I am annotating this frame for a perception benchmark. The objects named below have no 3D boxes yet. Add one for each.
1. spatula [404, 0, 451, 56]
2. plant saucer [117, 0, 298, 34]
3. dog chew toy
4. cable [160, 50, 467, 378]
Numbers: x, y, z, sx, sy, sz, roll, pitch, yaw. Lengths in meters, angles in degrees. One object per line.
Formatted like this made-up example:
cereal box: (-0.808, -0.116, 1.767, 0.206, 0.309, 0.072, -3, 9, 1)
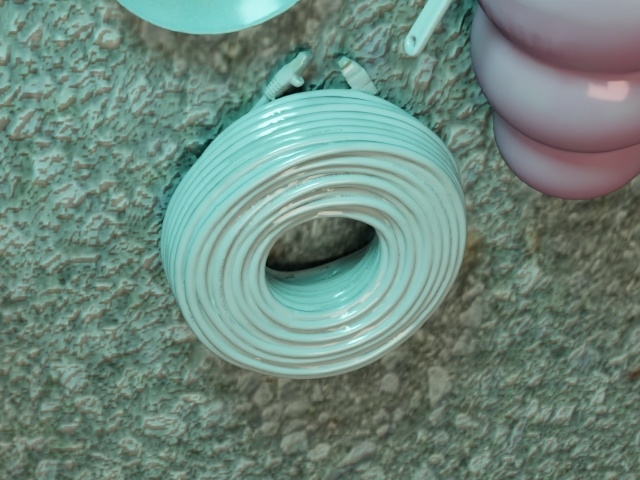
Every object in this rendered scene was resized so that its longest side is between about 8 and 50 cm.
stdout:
spatula: (0.091, -0.261, 1.047, 0.019, 0.168, 0.242, -2, 137, -38)
plant saucer: (-0.076, -0.239, 1.084, 0.195, 0.037, 0.195, -9, 128, -12)
dog chew toy: (0.200, -0.161, 1.139, 0.206, 0.206, 0.332, -11, 139, -10)
cable: (0.000, 0.000, 1.259, 0.257, 0.089, 0.257, -43, 127, 15)
